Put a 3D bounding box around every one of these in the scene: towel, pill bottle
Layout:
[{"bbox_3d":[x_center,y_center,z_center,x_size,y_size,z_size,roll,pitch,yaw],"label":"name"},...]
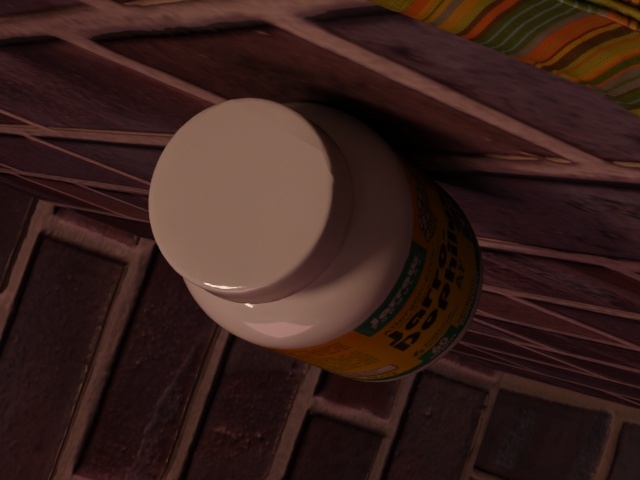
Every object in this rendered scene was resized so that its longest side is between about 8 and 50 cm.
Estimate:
[{"bbox_3d":[0.001,-0.081,0.450,0.237,0.021,0.102,20,174,-4],"label":"towel"},{"bbox_3d":[0.000,0.000,0.791,0.118,0.117,0.208,17,174,22],"label":"pill bottle"}]
